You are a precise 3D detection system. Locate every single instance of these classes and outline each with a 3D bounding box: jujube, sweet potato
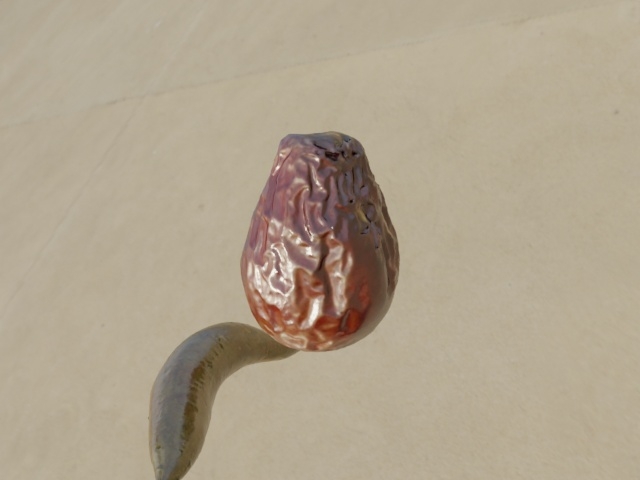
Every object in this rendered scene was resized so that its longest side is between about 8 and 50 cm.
[{"bbox_3d":[0.000,0.000,0.744,0.168,0.236,0.168,0,24,0],"label":"jujube"},{"bbox_3d":[-0.123,0.157,0.838,0.079,0.108,0.346,-52,-7,31],"label":"sweet potato"}]
